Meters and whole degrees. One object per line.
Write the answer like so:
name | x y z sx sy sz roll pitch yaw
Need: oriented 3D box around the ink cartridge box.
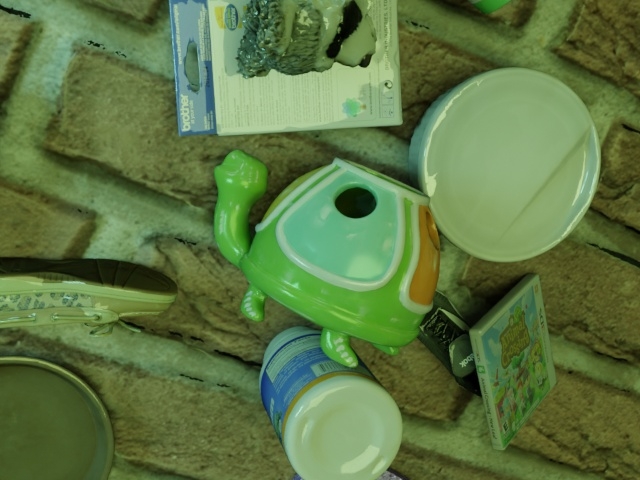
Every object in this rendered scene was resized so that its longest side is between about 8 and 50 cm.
ink cartridge box | -0.046 -0.240 1.179 0.311 0.065 0.185 -6 102 -16

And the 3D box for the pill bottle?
pill bottle | -0.001 0.211 1.182 0.152 0.272 0.152 -3 103 -14

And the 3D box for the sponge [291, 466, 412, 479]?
sponge | 0.062 0.398 1.367 0.210 0.031 0.117 35 93 -18

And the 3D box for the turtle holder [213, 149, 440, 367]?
turtle holder | 0.016 0.005 1.177 0.243 0.320 0.227 13 104 -47

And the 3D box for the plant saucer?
plant saucer | -0.430 0.287 1.215 0.278 0.041 0.278 -3 104 -13

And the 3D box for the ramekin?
ramekin | 0.251 -0.112 1.248 0.273 0.127 0.273 -3 102 -13

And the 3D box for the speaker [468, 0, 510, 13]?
speaker | 0.171 -0.445 1.124 0.131 0.131 0.296 -40 102 -3

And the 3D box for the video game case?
video game case | 0.295 0.178 1.312 0.212 0.023 0.193 -31 113 -48

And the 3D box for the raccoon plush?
raccoon plush | -0.069 -0.401 1.064 0.299 0.216 0.446 -42 78 -12

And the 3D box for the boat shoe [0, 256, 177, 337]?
boat shoe | -0.336 0.078 1.166 0.285 0.104 0.089 5 106 -4

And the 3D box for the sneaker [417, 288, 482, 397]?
sneaker | 0.202 0.153 1.306 0.078 0.106 0.234 -41 108 -3
